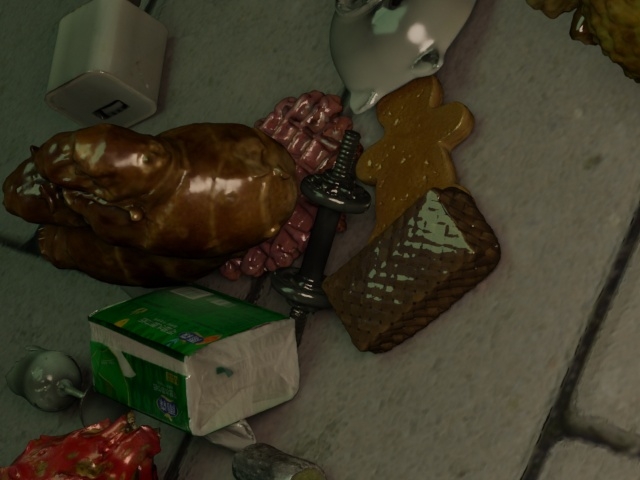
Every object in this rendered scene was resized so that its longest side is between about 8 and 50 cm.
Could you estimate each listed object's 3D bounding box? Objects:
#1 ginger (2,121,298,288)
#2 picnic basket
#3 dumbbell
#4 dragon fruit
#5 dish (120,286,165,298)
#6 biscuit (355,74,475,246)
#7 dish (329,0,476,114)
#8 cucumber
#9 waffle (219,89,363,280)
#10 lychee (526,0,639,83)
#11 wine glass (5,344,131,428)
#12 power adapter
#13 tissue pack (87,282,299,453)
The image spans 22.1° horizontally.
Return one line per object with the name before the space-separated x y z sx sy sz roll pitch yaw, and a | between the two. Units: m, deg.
ginger | -0.199 -0.036 1.806 0.357 0.274 0.152 -26 65 60
picnic basket | 0.089 0.031 1.679 0.193 0.055 0.110 -41 64 24
dumbbell | 0.000 0.000 1.771 0.081 0.082 0.254 41 120 51
dragon fruit | -0.265 0.300 1.811 0.205 0.210 0.268 36 98 11
dish | -0.211 -0.035 2.020 0.246 0.078 0.224 -46 33 34
biscuit | 0.105 -0.088 1.781 0.158 0.035 0.240 -25 50 33
dish | 0.085 -0.270 1.843 0.228 0.086 0.236 -24 38 39
cucumber | -0.044 0.251 1.711 0.112 0.064 0.064 15 78 53
waffle | -0.044 -0.068 1.913 0.221 0.055 0.234 -21 52 39
lychee | 0.348 -0.245 1.439 0.320 0.270 0.270 -40 41 41
wine glass | -0.315 0.183 2.030 0.195 0.079 0.079 14 77 49
power adapter | -0.288 -0.270 2.252 0.130 0.125 0.204 -21 51 39
tissue pack | -0.140 0.151 1.816 0.209 0.148 0.156 16 116 50
